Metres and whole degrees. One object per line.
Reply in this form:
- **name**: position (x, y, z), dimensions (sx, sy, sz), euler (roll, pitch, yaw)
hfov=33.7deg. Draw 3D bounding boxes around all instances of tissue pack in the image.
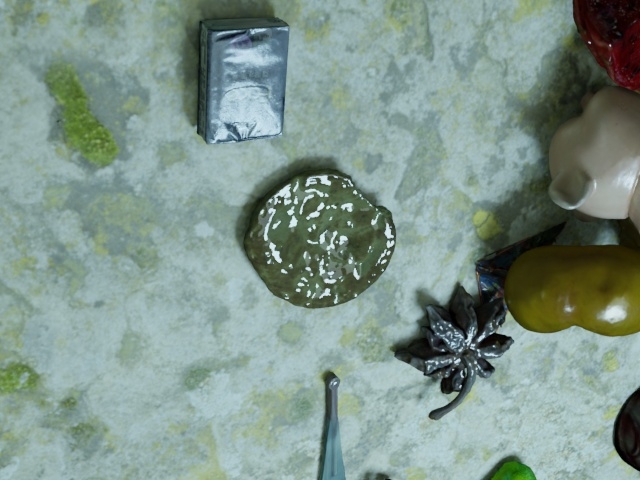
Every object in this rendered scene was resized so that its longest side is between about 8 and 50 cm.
- **tissue pack**: position (-0.101, -0.206, 1.366), dimensions (0.112, 0.051, 0.156), euler (-8, 121, -24)

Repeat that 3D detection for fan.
- **fan**: position (0.016, 0.338, 1.762), dimensions (0.057, 0.023, 0.282), euler (-10, 122, -11)

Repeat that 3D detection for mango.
- **mango**: position (0.349, 0.499, 1.977), dimensions (0.119, 0.100, 0.178), euler (15, 103, -30)

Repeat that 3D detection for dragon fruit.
- **dragon fruit**: position (0.456, -0.344, 1.520), dimensions (0.317, 0.152, 0.205), euler (-44, 147, -15)

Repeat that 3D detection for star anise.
- **star anise**: position (0.227, 0.188, 1.738), dimensions (0.209, 0.089, 0.231), euler (-16, 112, -8)

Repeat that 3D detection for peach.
- **peach**: position (0.414, 0.082, 1.674), dimensions (0.251, 0.251, 0.153), euler (15, 74, -32)

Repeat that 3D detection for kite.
- **kite**: position (0.329, 0.058, 1.761), dimensions (0.183, 0.014, 0.241), euler (26, 103, -36)

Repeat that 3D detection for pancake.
- **pancake**: position (-0.001, -0.001, 1.543), dimensions (0.236, 0.042, 0.222), euler (17, 114, -30)

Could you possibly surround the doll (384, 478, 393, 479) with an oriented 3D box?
- **doll**: position (0.078, 0.556, 1.834), dimensions (0.195, 0.153, 0.258), euler (-37, 153, -50)

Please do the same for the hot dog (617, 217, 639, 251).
- **hot dog**: position (0.682, -0.037, 1.778), dimensions (0.365, 0.196, 0.367), euler (15, 108, -29)

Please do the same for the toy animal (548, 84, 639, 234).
- **toy animal**: position (0.495, -0.091, 1.584), dimensions (0.269, 0.326, 0.237), euler (-31, 167, 16)

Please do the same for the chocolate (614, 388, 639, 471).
- **chocolate**: position (0.732, 0.384, 2.045), dimensions (0.283, 0.186, 0.284), euler (-13, 123, -20)
